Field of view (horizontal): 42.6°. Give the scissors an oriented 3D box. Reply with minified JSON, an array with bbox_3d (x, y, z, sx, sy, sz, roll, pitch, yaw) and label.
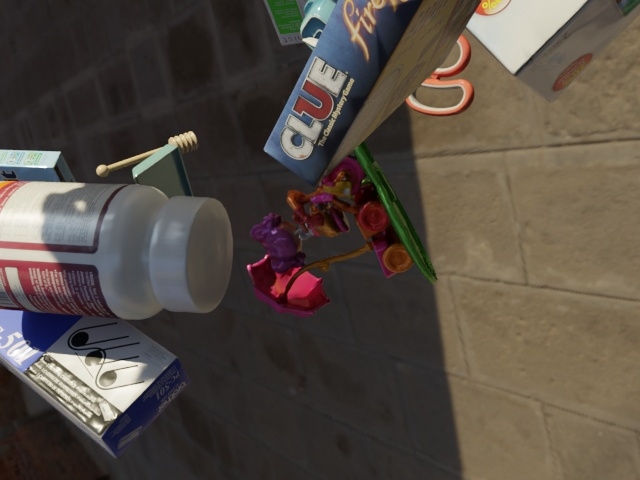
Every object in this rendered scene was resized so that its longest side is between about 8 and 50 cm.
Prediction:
[{"bbox_3d":[0.083,-0.233,1.142,0.297,0.021,0.109,10,100,37],"label":"scissors"}]

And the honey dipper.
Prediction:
[{"bbox_3d":[-0.260,-0.127,1.234,0.030,0.160,0.030,37,140,40],"label":"honey dipper"}]

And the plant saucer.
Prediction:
[{"bbox_3d":[-0.199,-0.060,1.060,0.018,0.067,0.192,46,164,18],"label":"plant saucer"}]

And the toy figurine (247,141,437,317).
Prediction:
[{"bbox_3d":[0.000,0.000,0.765,0.173,0.159,0.130,58,-170,-24],"label":"toy figurine"}]

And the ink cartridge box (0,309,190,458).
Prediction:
[{"bbox_3d":[-0.231,0.109,0.780,0.207,0.097,0.046,28,150,31],"label":"ink cartridge box"}]

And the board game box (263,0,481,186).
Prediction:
[{"bbox_3d":[0.066,-0.154,0.538,0.042,0.243,0.165,36,129,5],"label":"board game box"}]

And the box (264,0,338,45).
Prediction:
[{"bbox_3d":[0.022,-0.511,1.607,0.231,0.261,0.127,65,-159,-67],"label":"box"}]

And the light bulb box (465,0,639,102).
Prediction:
[{"bbox_3d":[0.309,-0.457,1.163,0.358,0.225,0.361,-47,70,19],"label":"light bulb box"}]

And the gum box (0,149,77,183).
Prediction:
[{"bbox_3d":[-0.514,-0.090,1.429,0.157,0.184,0.041,79,-163,-51],"label":"gum box"}]

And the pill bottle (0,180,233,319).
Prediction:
[{"bbox_3d":[-0.199,0.009,0.739,0.221,0.121,0.121,3,117,16],"label":"pill bottle"}]

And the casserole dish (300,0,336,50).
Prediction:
[{"bbox_3d":[0.035,-0.335,1.420,0.188,0.037,0.114,44,154,-4],"label":"casserole dish"}]
